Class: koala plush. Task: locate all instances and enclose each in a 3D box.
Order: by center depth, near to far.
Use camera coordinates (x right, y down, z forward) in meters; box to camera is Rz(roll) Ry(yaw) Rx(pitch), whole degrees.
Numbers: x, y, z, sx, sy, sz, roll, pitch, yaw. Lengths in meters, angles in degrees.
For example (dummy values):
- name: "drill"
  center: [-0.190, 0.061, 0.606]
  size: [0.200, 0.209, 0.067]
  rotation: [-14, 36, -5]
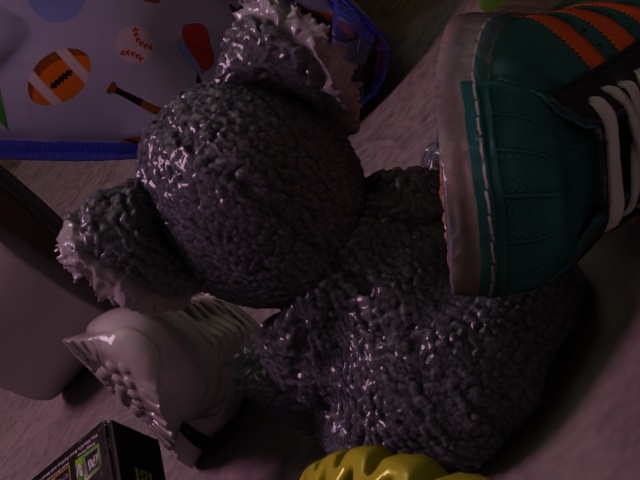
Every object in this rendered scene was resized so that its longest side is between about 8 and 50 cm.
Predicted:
- name: "koala plush"
  center: [0.000, 0.000, 0.771]
  size: [0.196, 0.221, 0.203]
  rotation: [-46, 19, 5]

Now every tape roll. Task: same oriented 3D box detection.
- name: "tape roll"
  center: [-0.297, 0.007, 1.327]
  size: [0.100, 0.286, 0.286]
  rotation: [-48, 19, 3]

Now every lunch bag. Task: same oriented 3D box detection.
- name: "lunch bag"
  center: [-0.155, -0.196, 1.325]
  size: [0.328, 0.385, 0.239]
  rotation: [-119, 34, -71]

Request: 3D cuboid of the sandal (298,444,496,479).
- name: "sandal"
  center: [0.053, 0.155, 0.515]
  size: [0.138, 0.126, 0.317]
  rotation: [-58, 19, -17]

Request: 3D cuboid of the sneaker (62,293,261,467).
- name: "sneaker"
  center: [-0.083, 0.068, 0.929]
  size: [0.095, 0.090, 0.235]
  rotation: [-43, -9, -7]

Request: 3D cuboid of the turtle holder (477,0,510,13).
- name: "turtle holder"
  center: [0.189, -0.295, 0.922]
  size: [0.320, 0.243, 0.227]
  rotation: [-48, -1, 30]

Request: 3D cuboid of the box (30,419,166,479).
- name: "box"
  center: [-0.151, 0.223, 0.849]
  size: [0.190, 0.045, 0.184]
  rotation: [-39, 41, 24]

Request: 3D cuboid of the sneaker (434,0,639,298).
- name: "sneaker"
  center: [0.128, -0.058, 0.682]
  size: [0.121, 0.108, 0.302]
  rotation: [-1, 20, 19]
